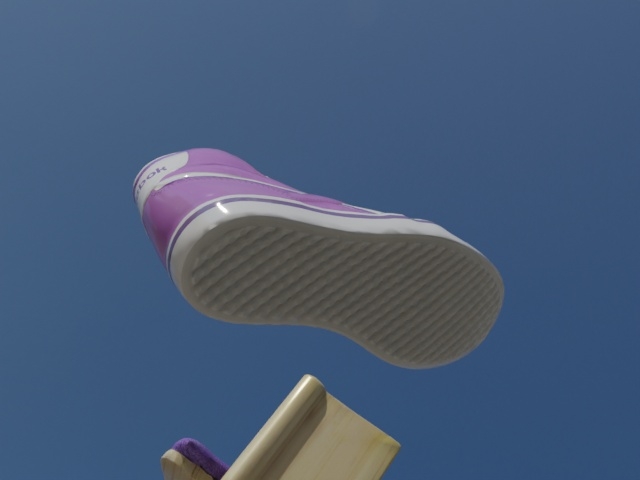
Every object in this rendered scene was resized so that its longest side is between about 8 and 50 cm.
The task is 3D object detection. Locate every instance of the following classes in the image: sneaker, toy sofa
[{"bbox_3d":[0.000,-0.001,0.687,0.282,0.161,0.102,20,-76,-36],"label":"sneaker"},{"bbox_3d":[-0.063,0.291,1.006,0.177,0.150,0.363,34,-38,13],"label":"toy sofa"}]
